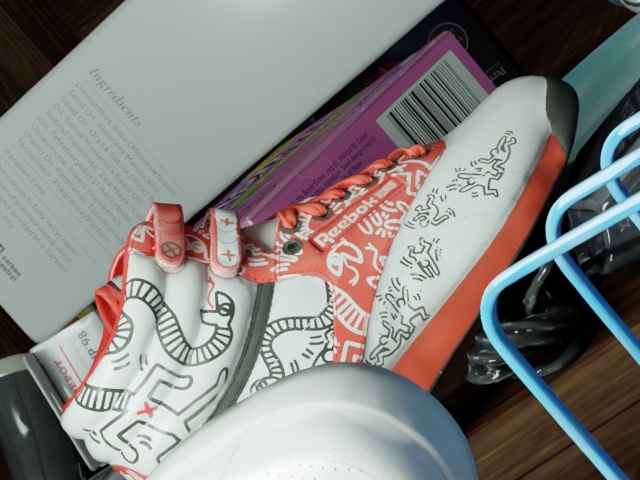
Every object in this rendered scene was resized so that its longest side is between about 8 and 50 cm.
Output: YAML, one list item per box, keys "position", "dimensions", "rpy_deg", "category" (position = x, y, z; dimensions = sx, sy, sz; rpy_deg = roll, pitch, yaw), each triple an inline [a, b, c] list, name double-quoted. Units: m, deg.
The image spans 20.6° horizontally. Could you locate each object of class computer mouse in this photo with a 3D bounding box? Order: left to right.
- position: [0.172, -0.047, 0.770]
  dimensions: [0.272, 0.072, 0.188]
  rpy_deg: [-51, 4, 21]
  category: "computer mouse"

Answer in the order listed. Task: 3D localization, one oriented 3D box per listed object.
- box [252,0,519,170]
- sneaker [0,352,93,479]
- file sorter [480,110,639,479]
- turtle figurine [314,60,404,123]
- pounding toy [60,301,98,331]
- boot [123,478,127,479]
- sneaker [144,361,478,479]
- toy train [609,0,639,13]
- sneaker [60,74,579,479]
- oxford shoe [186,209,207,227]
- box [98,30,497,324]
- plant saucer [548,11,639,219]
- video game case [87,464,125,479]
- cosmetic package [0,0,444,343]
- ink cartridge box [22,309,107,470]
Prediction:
- position: [0.038, -0.156, 1.730]
  dimensions: [0.261, 0.184, 0.103]
  rpy_deg: [-39, 9, 11]
  category: "box"
- position: [-0.215, 0.176, 1.443]
  dimensions: [0.083, 0.118, 0.222]
  rpy_deg: [-24, -20, 8]
  category: "sneaker"
- position: [0.141, -0.009, 0.486]
  dimensions: [0.118, 0.104, 0.170]
  rpy_deg: [-33, 9, 46]
  category: "file sorter"
- position: [0.039, -0.075, 1.523]
  dimensions: [0.234, 0.118, 0.175]
  rpy_deg: [-45, 6, 6]
  category: "turtle figurine"
- position: [-0.217, 0.082, 1.820]
  dimensions: [0.100, 0.130, 0.141]
  rpy_deg: [-45, 8, -37]
  category: "pounding toy"
- position: [-0.065, 0.135, 0.834]
  dimensions: [0.165, 0.077, 0.213]
  rpy_deg: [-41, 3, -22]
  category: "boot"
- position: [-0.067, 0.172, 0.514]
  dimensions: [0.292, 0.108, 0.169]
  rpy_deg: [-48, 5, 23]
  category: "sneaker"
- position: [0.259, -0.280, 1.334]
  dimensions: [0.142, 0.190, 0.334]
  rpy_deg: [0, 23, 10]
  category: "toy train"
- position: [-0.002, 0.004, 0.773]
  dimensions: [0.270, 0.145, 0.090]
  rpy_deg: [-58, 4, -18]
  category: "sneaker"
- position: [-0.167, 0.040, 2.062]
  dimensions: [0.348, 0.123, 0.130]
  rpy_deg: [-98, 32, -81]
  category: "oxford shoe"
- position: [0.000, 0.000, 1.183]
  dimensions: [0.213, 0.117, 0.243]
  rpy_deg: [-45, 7, -32]
  category: "box"
- position: [0.212, -0.104, 1.000]
  dimensions: [0.317, 0.043, 0.317]
  rpy_deg: [-41, 6, 5]
  category: "plant saucer"
- position: [-0.222, 0.239, 1.273]
  dimensions: [0.190, 0.022, 0.173]
  rpy_deg: [-35, 8, 36]
  category: "video game case"
- position: [-0.090, -0.135, 1.424]
  dimensions: [0.453, 0.161, 0.230]
  rpy_deg: [-40, 4, 23]
  category: "cosmetic package"
- position: [-0.165, 0.109, 1.357]
  dimensions: [0.060, 0.104, 0.180]
  rpy_deg: [-32, 1, 1]
  category: "ink cartridge box"
